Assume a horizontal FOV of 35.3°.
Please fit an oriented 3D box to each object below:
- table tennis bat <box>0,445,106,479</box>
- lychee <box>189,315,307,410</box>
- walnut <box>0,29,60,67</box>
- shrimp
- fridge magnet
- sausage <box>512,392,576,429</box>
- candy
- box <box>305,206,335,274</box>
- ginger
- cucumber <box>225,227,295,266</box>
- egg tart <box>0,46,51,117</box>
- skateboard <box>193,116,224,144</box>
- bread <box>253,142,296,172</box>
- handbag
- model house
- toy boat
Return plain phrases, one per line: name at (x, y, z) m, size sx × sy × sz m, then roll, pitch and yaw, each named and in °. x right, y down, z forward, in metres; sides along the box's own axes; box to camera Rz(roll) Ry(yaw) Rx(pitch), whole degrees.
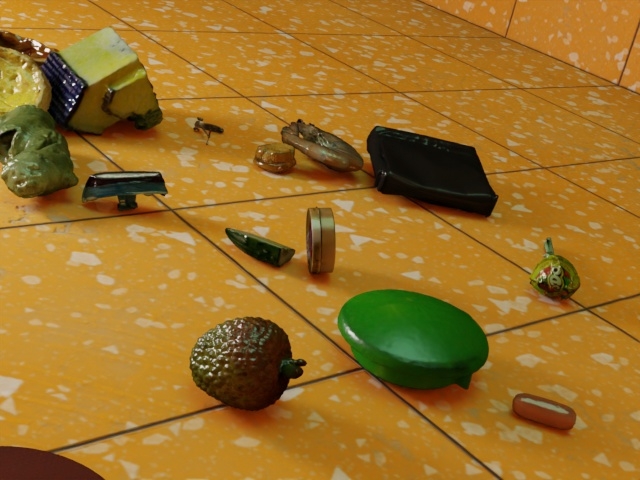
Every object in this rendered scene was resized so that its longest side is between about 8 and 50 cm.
table tennis bat at (-0.330, 0.251, 0.924) m, size 0.310 × 0.038 × 0.200 m, roll 10°, pitch 24°, yaw -9°
lychee at (-0.085, 0.147, 1.189) m, size 0.146 × 0.114 × 0.114 m, roll 0°, pitch 20°, yaw 18°
walnut at (-0.620, -0.361, 2.048) m, size 0.211 × 0.087 × 0.167 m, roll 23°, pitch 19°, yaw 16°
shrimp at (-0.018, -0.188, 1.998) m, size 0.145 × 0.059 × 0.254 m, roll 3°, pitch 24°, yaw -41°
fridge magnet at (0.123, 0.130, 1.354) m, size 0.208 × 0.088 × 0.208 m, roll 11°, pitch 23°, yaw -5°
sausage at (0.290, 0.222, 1.306) m, size 0.083 × 0.034 × 0.034 m, roll 17°, pitch 24°, yaw 11°
candy at (0.402, 0.039, 1.744) m, size 0.077 × 0.073 × 0.262 m, roll 33°, pitch 18°, yaw -1°
box at (0.000, 0.000, 1.553) m, size 0.037 × 0.105 × 0.105 m, roll -1°, pitch 26°, yaw -6°
ginger at (-0.482, -0.144, 1.658) m, size 0.137 × 0.089 × 0.290 m, roll 18°, pitch 22°, yaw -39°
cucumber at (-0.101, 0.010, 1.568) m, size 0.107 × 0.035 × 0.067 m, roll 20°, pitch 7°, yaw 18°
egg tart at (-0.586, -0.273, 1.835) m, size 0.191 × 0.074 × 0.191 m, roll 11°, pitch 56°, yaw -17°
skateboard at (-0.216, -0.215, 2.012) m, size 0.064 × 0.032 × 0.083 m, roll 14°, pitch 19°, yaw -23°
bread at (-0.086, -0.160, 1.934) m, size 0.081 × 0.046 × 0.083 m, roll 10°, pitch 25°, yaw 6°
handbag at (0.213, -0.130, 1.990) m, size 0.247 × 0.080 × 0.223 m, roll 11°, pitch 31°, yaw -10°
model house at (-0.439, -0.274, 1.938) m, size 0.211 × 0.170 × 0.194 m, roll -29°, pitch 47°, yaw -16°
toy boat at (-0.315, -0.078, 1.620) m, size 0.137 × 0.061 × 0.060 m, roll -3°, pitch 19°, yaw -14°
